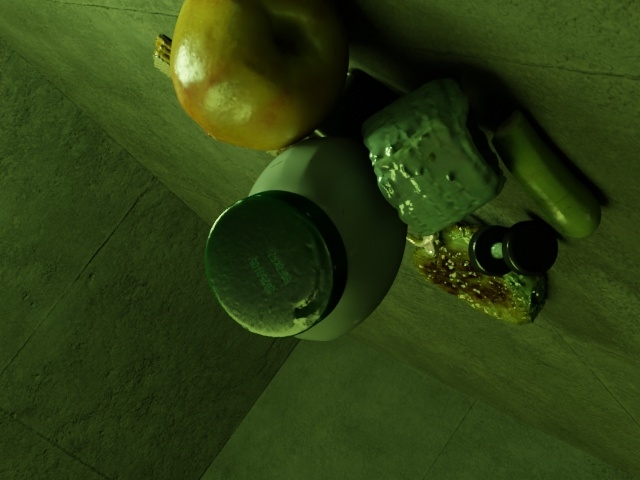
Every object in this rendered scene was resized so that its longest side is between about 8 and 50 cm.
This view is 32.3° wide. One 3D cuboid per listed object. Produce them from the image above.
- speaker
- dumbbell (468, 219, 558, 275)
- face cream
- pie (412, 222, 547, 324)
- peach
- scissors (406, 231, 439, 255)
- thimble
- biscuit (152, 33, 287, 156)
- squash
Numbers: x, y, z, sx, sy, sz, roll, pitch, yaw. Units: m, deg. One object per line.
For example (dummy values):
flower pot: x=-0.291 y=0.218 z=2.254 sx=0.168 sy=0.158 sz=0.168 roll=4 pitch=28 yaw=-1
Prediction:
speaker: x=0.090 y=-0.160 z=1.943 sx=0.231 sy=0.153 sz=0.192 roll=36 pitch=168 yaw=-2
dumbbell: x=0.350 y=0.017 z=2.027 sx=0.100 sy=0.100 sz=0.191 roll=38 pitch=170 yaw=-10
face cream: x=0.000 y=0.000 z=1.699 sx=0.219 sy=0.312 sz=0.357 roll=4 pitch=-166 yaw=24
pie: x=0.327 y=0.065 z=2.289 sx=0.288 sy=0.103 sz=0.355 roll=26 pitch=164 yaw=18
peach: x=-0.098 y=-0.277 z=1.720 sx=0.289 sy=0.289 sz=0.308 roll=40 pitch=163 yaw=-18
scissors: x=0.138 y=-0.095 z=2.250 sx=0.317 sy=0.024 sz=0.160 roll=42 pitch=138 yaw=33
thimble: x=0.172 y=-0.126 z=1.642 sx=0.205 sy=0.172 sz=0.250 roll=63 pitch=-167 yaw=12
biscuit: x=-0.224 y=-0.320 z=2.470 sx=0.378 sy=0.054 sz=0.094 roll=37 pitch=168 yaw=-4
squash: x=0.341 y=-0.096 z=1.671 sx=0.250 sy=0.083 sz=0.083 roll=46 pitch=166 yaw=-26
